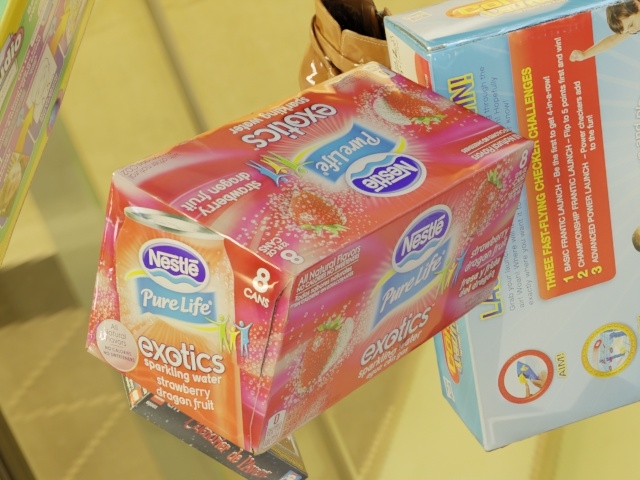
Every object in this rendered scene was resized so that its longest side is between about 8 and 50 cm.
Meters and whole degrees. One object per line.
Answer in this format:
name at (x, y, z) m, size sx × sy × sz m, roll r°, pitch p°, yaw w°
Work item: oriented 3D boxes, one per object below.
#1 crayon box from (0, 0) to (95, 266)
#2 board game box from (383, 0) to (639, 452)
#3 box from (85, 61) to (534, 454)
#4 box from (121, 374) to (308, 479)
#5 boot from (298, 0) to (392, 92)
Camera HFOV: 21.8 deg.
crayon box at (-0.295, -0.159, 1.433) m, size 0.106 × 0.363 × 0.313 m, roll 17°, pitch -12°, yaw 2°
board game box at (0.218, -0.041, 1.156) m, size 0.301 × 0.308 × 0.086 m, roll -16°, pitch 27°, yaw -12°
box at (0.000, 0.000, 0.961) m, size 0.128 × 0.123 × 0.257 m, roll 29°, pitch 34°, yaw 25°
box at (-0.121, 0.164, 1.772) m, size 0.044 × 0.233 × 0.159 m, roll -41°, pitch 38°, yaw 16°
boot at (0.090, -0.148, 1.846) m, size 0.109 × 0.220 × 0.283 m, roll -32°, pitch 57°, yaw -29°
